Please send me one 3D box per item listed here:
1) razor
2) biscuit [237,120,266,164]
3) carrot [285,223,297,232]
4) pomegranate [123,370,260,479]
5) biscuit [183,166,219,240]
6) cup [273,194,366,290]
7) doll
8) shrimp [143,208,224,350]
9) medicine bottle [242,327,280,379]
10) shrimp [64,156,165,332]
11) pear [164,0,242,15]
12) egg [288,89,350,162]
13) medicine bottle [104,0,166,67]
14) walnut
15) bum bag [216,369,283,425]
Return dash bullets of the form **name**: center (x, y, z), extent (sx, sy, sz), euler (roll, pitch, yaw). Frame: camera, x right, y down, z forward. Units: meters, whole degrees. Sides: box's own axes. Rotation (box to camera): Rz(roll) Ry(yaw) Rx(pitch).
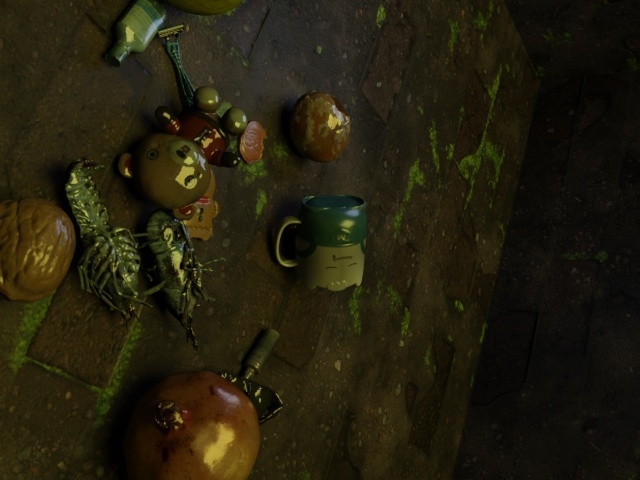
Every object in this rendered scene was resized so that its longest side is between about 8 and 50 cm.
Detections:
- **razor**: center (-0.353, -0.426, 1.838), extent (0.082, 0.042, 0.253), euler (-29, 118, -28)
- **biscuit**: center (-0.199, -0.285, 2.073), extent (0.102, 0.019, 0.130), euler (36, 63, -47)
- **carrot**: center (-0.039, -0.048, 2.286), extent (0.216, 0.048, 0.048), euler (-12, 100, -49)
- **pomegranate**: center (-0.308, 0.467, 1.682), extent (0.338, 0.338, 0.338), euler (-2, 93, -54)
- **biscuit**: center (-0.328, -0.113, 1.888), extent (0.166, 0.036, 0.225), euler (7, 85, -53)
- **cup**: center (0.000, 0.000, 2.179), extent (0.290, 0.219, 0.257), euler (-3, 114, -14)
- **doll**: center (-0.334, -0.223, 1.759), extent (0.235, 0.174, 0.330), euler (41, 63, -16)
- **shrimp**: center (-0.332, 0.094, 1.775), extent (0.137, 0.172, 0.372), euler (-44, 118, -51)
- **medicine bottle**: center (-0.185, 0.348, 2.079), extent (0.199, 0.058, 0.057), euler (-57, 134, -34)
- **shrimp**: center (-0.474, 0.015, 1.601), extent (0.221, 0.166, 0.410), euler (-36, 107, -45)
- **pear**: center (-0.305, -0.682, 1.732), extent (0.307, 0.253, 0.252), euler (9, 83, -43)
- **egg**: center (0.000, -0.349, 2.204), extent (0.195, 0.195, 0.233), euler (-49, 125, -41)
- **medicine bottle**: center (-0.444, -0.501, 1.700), extent (0.090, 0.054, 0.208), euler (53, 52, -42)
- **walnut**: center (-0.584, 0.021, 1.400), extent (0.213, 0.213, 0.213), euler (-2, 93, -54)
- **bum bag**: center (-0.228, 0.453, 1.993), extent (0.142, 0.080, 0.326), euler (-54, 138, -1)
